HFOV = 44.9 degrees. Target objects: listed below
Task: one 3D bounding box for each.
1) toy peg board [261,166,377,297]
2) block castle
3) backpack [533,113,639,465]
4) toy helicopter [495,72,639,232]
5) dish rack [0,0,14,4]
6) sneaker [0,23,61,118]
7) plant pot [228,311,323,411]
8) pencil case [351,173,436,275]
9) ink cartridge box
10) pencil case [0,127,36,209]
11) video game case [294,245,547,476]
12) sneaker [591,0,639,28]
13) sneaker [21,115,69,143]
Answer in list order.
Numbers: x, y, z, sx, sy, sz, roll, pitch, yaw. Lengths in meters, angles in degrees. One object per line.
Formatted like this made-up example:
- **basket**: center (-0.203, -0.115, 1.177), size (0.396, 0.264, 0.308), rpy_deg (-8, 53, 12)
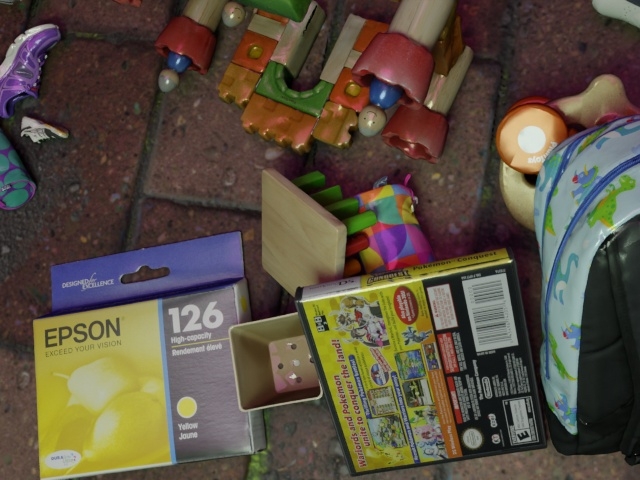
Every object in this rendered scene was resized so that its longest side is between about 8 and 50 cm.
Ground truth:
- **toy peg board**: center (0.000, 0.000, 1.000), size (0.079, 0.160, 0.161), rpy_deg (-22, 43, -29)
- **block castle**: center (-0.048, -0.252, 0.980), size (0.454, 0.303, 0.212), rpy_deg (24, 86, 16)
- **backpack**: center (0.354, 0.041, 0.815), size (0.290, 0.355, 0.273), rpy_deg (-15, 51, 10)
- **toy helicopter**: center (0.397, -0.097, 0.933), size (0.355, 0.140, 0.234), rpy_deg (-18, 98, 20)
- **dish rack**: center (-0.483, -0.507, 1.246), size (0.208, 0.074, 0.271), rpy_deg (20, 86, 16)
- **sneaker**: center (-0.452, -0.261, 1.203), size (0.071, 0.068, 0.170), rpy_deg (41, 98, 1)
- **plant pot**: center (-0.045, 0.158, 1.002), size (0.109, 0.096, 0.108), rpy_deg (-13, 76, 12)
- **pencil case**: center (0.107, 0.036, 0.996), size (0.105, 0.104, 0.236), rpy_deg (-20, 77, 8)
- **ink cartridge box**: center (-0.242, 0.155, 1.064), size (0.304, 0.072, 0.307), rpy_deg (-11, 79, 11)
- **pencil case**: center (-0.496, -0.122, 1.173), size (0.070, 0.064, 0.151), rpy_deg (-29, 72, -21)
- **video game case**: center (0.124, 0.153, 0.919), size (0.249, 0.035, 0.274), rpy_deg (-12, 116, 10)
- **sneaker**: center (0.457, -0.251, 0.976), size (0.235, 0.094, 0.152), rpy_deg (13, 73, 4)
- **sneaker**: center (-0.422, -0.163, 1.187), size (0.083, 0.032, 0.036), rpy_deg (19, 97, 20)
